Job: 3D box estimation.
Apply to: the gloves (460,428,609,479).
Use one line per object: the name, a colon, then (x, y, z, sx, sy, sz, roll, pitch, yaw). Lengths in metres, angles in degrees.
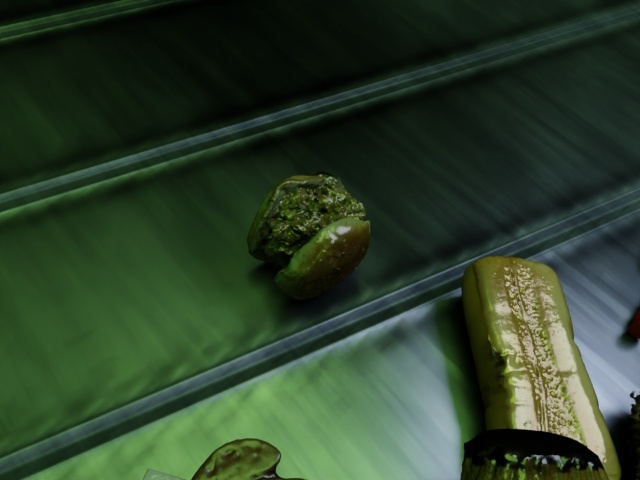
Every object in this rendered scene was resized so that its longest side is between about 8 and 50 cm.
gloves: (0.207, 0.356, 0.568, 0.203, 0.155, 0.356, 6, 67, -23)

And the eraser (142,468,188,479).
eraser: (-0.159, 0.325, 0.557, 0.092, 0.046, 0.212, 15, 51, 6)

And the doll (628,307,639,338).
doll: (0.589, 0.022, 0.895, 0.188, 0.099, 0.384, 30, 62, 15)

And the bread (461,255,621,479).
bread: (0.256, 0.163, 0.762, 0.142, 0.091, 0.305, 5, 55, -11)

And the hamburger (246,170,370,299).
hamburger: (0.000, 0.000, 0.822, 0.185, 0.159, 0.131, -14, 50, -46)

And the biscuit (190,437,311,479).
biscuit: (-0.082, 0.370, 0.604, 0.395, 0.070, 0.350, 4, 51, -2)

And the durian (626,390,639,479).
durian: (0.410, 0.240, 0.688, 0.167, 0.196, 0.196, 28, 56, 38)
